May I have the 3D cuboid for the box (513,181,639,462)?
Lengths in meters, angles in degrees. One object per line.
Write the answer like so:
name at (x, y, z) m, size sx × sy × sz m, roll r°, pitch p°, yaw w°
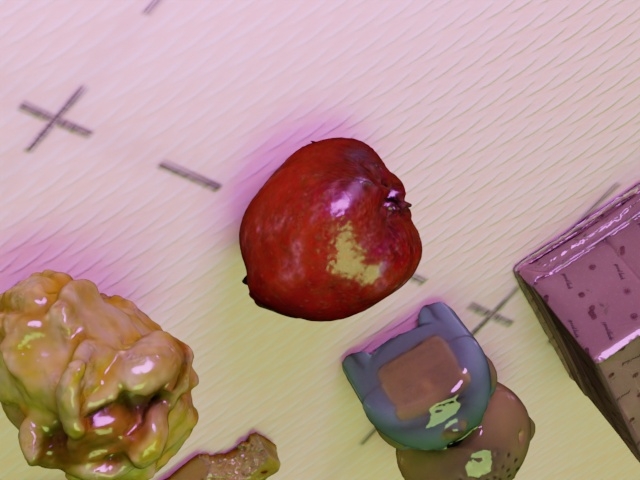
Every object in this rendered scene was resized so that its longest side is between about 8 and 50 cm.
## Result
box at (0.416, 0.106, 2.102) m, size 0.225 × 0.190 × 0.297 m, roll -35°, pitch 140°, yaw 0°

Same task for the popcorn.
popcorn at (-0.237, 0.141, 1.692) m, size 0.195 × 0.255 × 0.256 m, roll -42°, pitch 114°, yaw -13°

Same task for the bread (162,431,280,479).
bread at (-0.155, 0.313, 2.045) m, size 0.226 × 0.049 × 0.088 m, roll -38°, pitch 139°, yaw 5°

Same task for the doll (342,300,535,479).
doll at (0.158, 0.218, 2.067) m, size 0.177 × 0.161 × 0.260 m, roll -34°, pitch 137°, yaw -1°

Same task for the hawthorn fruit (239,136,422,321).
hawthorn fruit at (0.000, 0.000, 1.746) m, size 0.202 × 0.185 × 0.185 m, roll -33°, pitch 142°, yaw 25°
